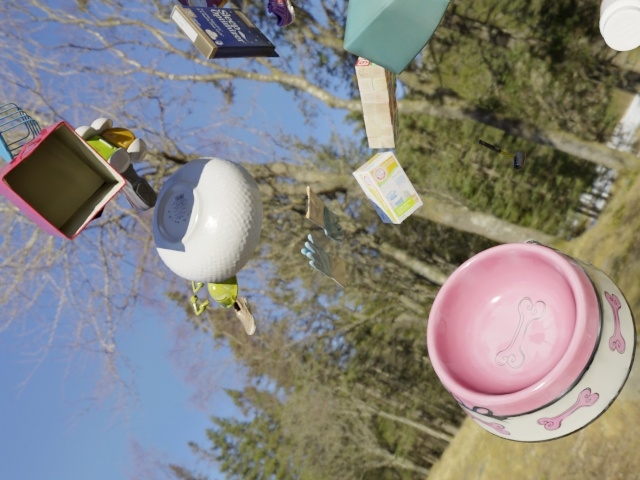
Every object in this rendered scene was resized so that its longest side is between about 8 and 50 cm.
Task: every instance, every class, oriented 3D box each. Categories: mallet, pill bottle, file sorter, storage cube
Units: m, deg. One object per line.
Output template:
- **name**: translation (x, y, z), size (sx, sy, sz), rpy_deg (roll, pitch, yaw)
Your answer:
- **mallet**: translation (0.656, -0.325, 2.231), size (0.062, 0.190, 0.039), rpy_deg (-64, 8, -25)
- **pill bottle**: translation (0.777, -0.569, 1.578), size (0.221, 0.121, 0.121), rpy_deg (-60, -14, -48)
- **file sorter**: translation (-0.805, -0.278, 1.631), size (0.105, 0.170, 0.118), rpy_deg (-34, -45, -26)
- **storage cube**: translation (-0.588, -0.129, 1.383), size (0.215, 0.193, 0.183), rpy_deg (49, -114, -28)

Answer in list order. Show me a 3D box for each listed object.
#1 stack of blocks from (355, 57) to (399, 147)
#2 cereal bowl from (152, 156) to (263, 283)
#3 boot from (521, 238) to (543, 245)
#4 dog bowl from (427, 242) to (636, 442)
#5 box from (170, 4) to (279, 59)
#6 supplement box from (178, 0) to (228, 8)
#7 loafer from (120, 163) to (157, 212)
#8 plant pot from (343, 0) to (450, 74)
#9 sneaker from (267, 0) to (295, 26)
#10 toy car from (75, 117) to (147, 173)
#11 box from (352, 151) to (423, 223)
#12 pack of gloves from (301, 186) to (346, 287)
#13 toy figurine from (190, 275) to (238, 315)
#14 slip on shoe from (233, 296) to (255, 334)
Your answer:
- **stack of blocks**: translation (0.190, -0.464, 1.975), size (0.171, 0.087, 0.297), rpy_deg (-72, -24, -45)
- **cereal bowl**: translation (-0.318, -0.058, 1.595), size (0.141, 0.339, 0.338), rpy_deg (11, -76, -53)
- **boot**: translation (0.504, 0.115, 1.548), size (0.236, 0.085, 0.178), rpy_deg (-64, -4, 9)
- **dog bowl**: translation (0.394, 0.184, 1.247), size (0.150, 0.408, 0.407), rpy_deg (34, -101, -36)
- **box**: translation (-0.192, -0.446, 1.330), size (0.225, 0.136, 0.036), rpy_deg (-21, -25, -50)
- **supplement box**: translation (-0.380, -0.763, 1.882), size (0.104, 0.188, 0.080), rpy_deg (-28, 27, 43)
- **loafer**: translation (-0.677, -0.222, 2.088), size (0.095, 0.302, 0.109), rpy_deg (-24, 17, 34)
- **plant pot**: translation (0.189, -0.541, 1.440), size (0.234, 0.166, 0.165), rpy_deg (-33, 44, 56)
- **sneaker**: translation (-0.130, -0.702, 1.806), size (0.071, 0.068, 0.169), rpy_deg (-36, -51, -12)
- **toy car**: translation (-0.573, -0.232, 1.664), size (0.136, 0.159, 0.182), rpy_deg (-57, -1, 33)
- **box**: translation (0.214, -0.167, 1.972), size (0.114, 0.203, 0.103), rpy_deg (-39, 17, -17)
- **pack of gloves**: translation (0.000, 0.000, 1.559), size (0.232, 0.046, 0.194), rpy_deg (39, -136, -59)
- **toy figurine**: translation (-0.361, 0.007, 1.684), size (0.217, 0.191, 0.362), rpy_deg (27, -132, -55)
- **slip on shoe**: translation (-0.220, 0.215, 1.778), size (0.041, 0.135, 0.051), rpy_deg (8, -49, -30)
